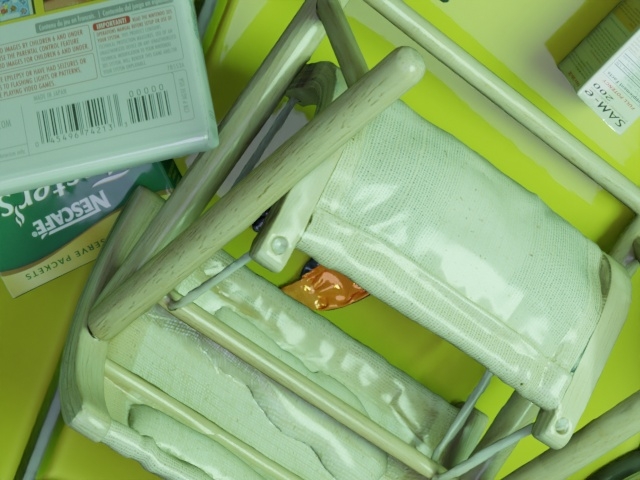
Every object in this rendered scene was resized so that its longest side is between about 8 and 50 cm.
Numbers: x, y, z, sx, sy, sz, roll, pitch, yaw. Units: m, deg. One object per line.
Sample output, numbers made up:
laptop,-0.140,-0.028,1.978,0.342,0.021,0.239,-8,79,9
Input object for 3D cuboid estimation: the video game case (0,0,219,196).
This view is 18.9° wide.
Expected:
video game case,-0.179,-0.123,0.967,0.227,0.026,0.206,-12,81,8

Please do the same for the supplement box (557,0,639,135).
supplement box,0.176,-0.108,1.015,0.036,0.062,0.098,41,103,-15

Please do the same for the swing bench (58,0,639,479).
swing bench,0.038,0.036,0.989,0.253,0.165,0.255,35,107,-23

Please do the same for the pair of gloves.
pair of gloves,0.000,0.000,1.072,0.074,0.010,0.083,-22,106,5

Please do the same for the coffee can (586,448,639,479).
coffee can,0.227,0.251,1.020,0.201,0.275,0.202,0,108,-1

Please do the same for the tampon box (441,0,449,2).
tampon box,0.030,-0.219,0.955,0.161,0.101,0.120,35,104,-11

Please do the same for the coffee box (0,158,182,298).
coffee box,-0.157,-0.072,1.028,0.113,0.040,0.184,-24,107,5
